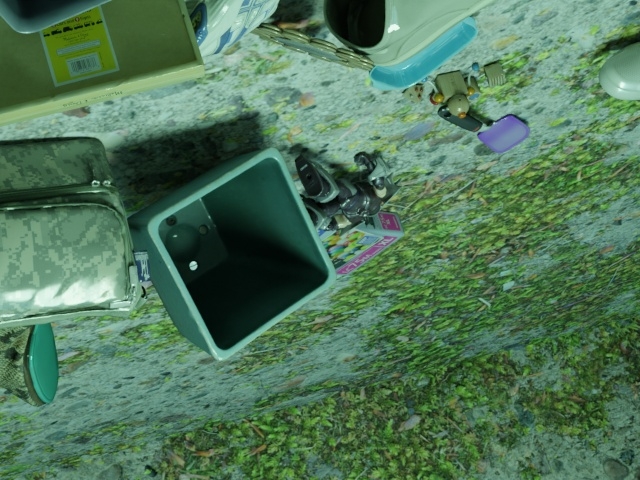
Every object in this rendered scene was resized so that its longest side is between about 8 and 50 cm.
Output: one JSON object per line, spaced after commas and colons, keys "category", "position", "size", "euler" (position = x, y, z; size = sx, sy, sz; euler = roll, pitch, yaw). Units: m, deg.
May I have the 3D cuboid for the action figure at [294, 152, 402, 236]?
{"category": "action figure", "position": [0.037, -0.080, 1.916], "size": [0.185, 0.099, 0.285], "euler": [-50, 158, 19]}

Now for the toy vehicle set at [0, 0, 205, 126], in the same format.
{"category": "toy vehicle set", "position": [-0.284, -0.238, 1.240], "size": [0.267, 0.166, 0.035], "euler": [-15, 168, -9]}

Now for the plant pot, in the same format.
{"category": "plant pot", "position": [-0.174, 0.010, 1.737], "size": [0.247, 0.248, 0.252], "euler": [-34, -160, -25]}

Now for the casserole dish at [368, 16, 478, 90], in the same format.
{"category": "casserole dish", "position": [0.150, -0.294, 1.626], "size": [0.188, 0.037, 0.114], "euler": [-36, 152, 32]}

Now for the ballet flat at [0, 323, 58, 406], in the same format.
{"category": "ballet flat", "position": [-0.571, 0.150, 1.950], "size": [0.182, 0.164, 0.483], "euler": [8, 146, -7]}

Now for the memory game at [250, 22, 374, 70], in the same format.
{"category": "memory game", "position": [-0.015, -0.261, 1.445], "size": [0.186, 0.012, 0.186], "euler": [17, -176, -1]}

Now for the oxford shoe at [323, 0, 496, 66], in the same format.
{"category": "oxford shoe", "position": [0.156, -0.362, 1.326], "size": [0.130, 0.169, 0.449], "euler": [3, 154, -38]}

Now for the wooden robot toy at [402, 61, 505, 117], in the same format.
{"category": "wooden robot toy", "position": [0.227, -0.232, 1.768], "size": [0.173, 0.079, 0.076], "euler": [-14, 156, -12]}

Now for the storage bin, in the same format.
{"category": "storage bin", "position": [-0.294, -0.302, 1.188], "size": [0.135, 0.091, 0.098], "euler": [-21, 155, 6]}

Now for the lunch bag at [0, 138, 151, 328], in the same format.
{"category": "lunch bag", "position": [-0.426, 0.010, 1.574], "size": [0.305, 0.256, 0.212], "euler": [-7, 154, -28]}

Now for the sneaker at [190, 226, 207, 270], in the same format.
{"category": "sneaker", "position": [-0.173, -0.024, 1.910], "size": [0.258, 0.094, 0.091], "euler": [-32, 136, 9]}

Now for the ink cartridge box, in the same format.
{"category": "ink cartridge box", "position": [0.000, 0.000, 2.139], "size": [0.311, 0.065, 0.186], "euler": [8, 145, -44]}

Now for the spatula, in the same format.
{"category": "spatula", "position": [0.288, -0.206, 1.923], "size": [0.084, 0.030, 0.296], "euler": [-32, 159, 27]}

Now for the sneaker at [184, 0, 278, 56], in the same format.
{"category": "sneaker", "position": [-0.088, -0.329, 1.310], "size": [0.296, 0.112, 0.131], "euler": [-34, 171, 34]}

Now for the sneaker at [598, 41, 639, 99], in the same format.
{"category": "sneaker", "position": [0.612, -0.342, 1.806], "size": [0.292, 0.108, 0.169], "euler": [-21, 157, -20]}
